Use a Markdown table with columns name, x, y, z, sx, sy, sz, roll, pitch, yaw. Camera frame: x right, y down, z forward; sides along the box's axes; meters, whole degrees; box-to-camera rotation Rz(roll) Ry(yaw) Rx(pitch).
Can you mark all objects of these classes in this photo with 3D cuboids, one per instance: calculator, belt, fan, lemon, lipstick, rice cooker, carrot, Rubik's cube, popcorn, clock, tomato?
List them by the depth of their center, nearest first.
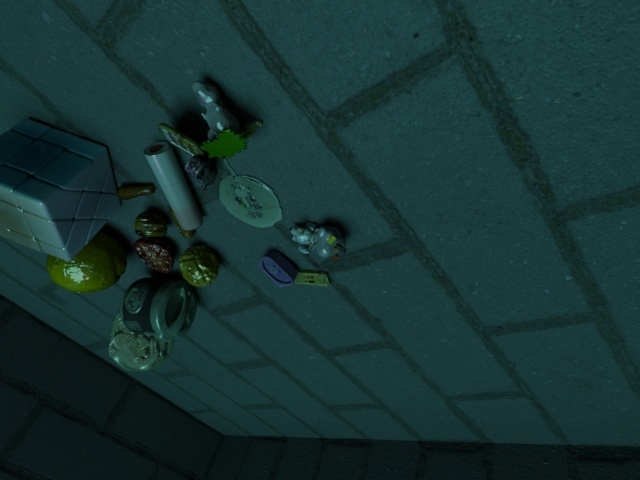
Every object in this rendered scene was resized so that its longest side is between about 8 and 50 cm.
| name | x | y | z | sx | sy | sz | roll | pitch | yaw |
| --- | --- | --- | --- | --- | --- | --- | --- | --- | --- |
| calculator | -0.399 | -0.288 | 1.200 | 0.157 | 0.033 | 0.236 | 31 | 176 | -11 |
| belt | -0.370 | -0.211 | 1.271 | 0.053 | 0.071 | 0.232 | 36 | 171 | -4 |
| fan | -0.277 | -0.191 | 1.350 | 0.233 | 0.012 | 0.414 | -5 | 132 | 27 |
| lipstick | -0.498 | -0.179 | 1.399 | 0.087 | 0.087 | 0.326 | 7 | 137 | 16 |
| Rubik's cube | -0.953 | -0.175 | 1.420 | 0.316 | 0.321 | 0.318 | 21 | 140 | 2 |
| carrot | -0.686 | -0.182 | 1.504 | 0.162 | 0.055 | 0.055 | -2 | 133 | 22 |
| clock | -0.167 | 0.110 | 1.578 | 0.152 | 0.050 | 0.110 | 46 | 137 | -12 |
| popcorn | -0.501 | 0.107 | 1.661 | 0.180 | 0.170 | 0.179 | -1 | 104 | -6 |
| tomato | -0.694 | 0.052 | 1.729 | 0.167 | 0.082 | 0.174 | 15 | 134 | 2 |
| lemon | -1.003 | 0.088 | 1.750 | 0.297 | 0.297 | 0.297 | 12 | 138 | 11 |
| rice cooker | -0.739 | 0.313 | 1.876 | 0.277 | 0.288 | 0.288 | 4 | 136 | 22 |

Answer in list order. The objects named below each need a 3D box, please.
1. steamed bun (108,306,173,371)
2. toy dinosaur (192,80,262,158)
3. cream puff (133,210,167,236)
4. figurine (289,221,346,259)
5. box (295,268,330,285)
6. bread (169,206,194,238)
| name | x | y | z | sx | sy | sz | roll | pitch | yaw |
| --- | --- | --- | --- | --- | --- | --- | --- | --- | --- |
| steamed bun | -0.944 | 0.524 | 2.202 | 0.347 | 0.393 | 0.237 | -30 | 156 | -1 |
| toy dinosaur | -0.282 | -0.326 | 1.128 | 0.152 | 0.176 | 0.194 | -27 | 149 | 35 |
| cream puff | -0.660 | -0.065 | 1.574 | 0.133 | 0.120 | 0.104 | 28 | 120 | 50 |
| figurine | 0.000 | 0.000 | 1.370 | 0.229 | 0.112 | 0.137 | 15 | 132 | 27 |
| box | -0.038 | 0.147 | 1.602 | 0.149 | 0.020 | 0.073 | 3 | 134 | 20 |
| bread | -0.532 | -0.069 | 1.561 | 0.052 | 0.044 | 0.157 | 10 | 137 | 21 |
